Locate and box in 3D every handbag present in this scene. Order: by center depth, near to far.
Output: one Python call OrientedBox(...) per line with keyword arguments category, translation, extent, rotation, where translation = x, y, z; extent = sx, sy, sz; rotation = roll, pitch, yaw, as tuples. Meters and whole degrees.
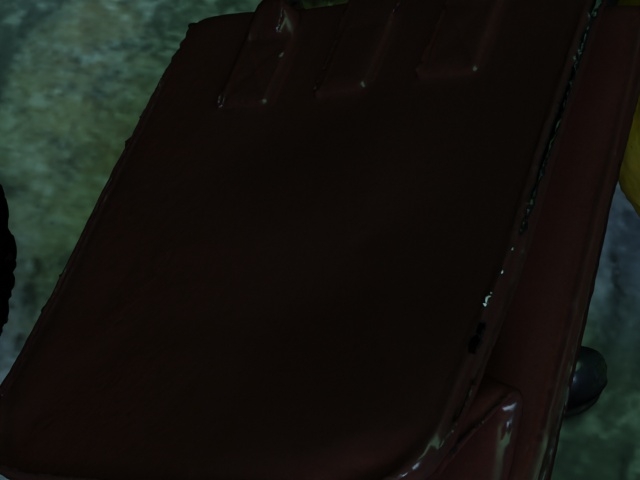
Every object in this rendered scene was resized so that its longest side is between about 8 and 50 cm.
OrientedBox(category="handbag", translation=(0.001, 0.001, 0.681), extent=(0.260, 0.084, 0.275), rotation=(-7, 51, 39))

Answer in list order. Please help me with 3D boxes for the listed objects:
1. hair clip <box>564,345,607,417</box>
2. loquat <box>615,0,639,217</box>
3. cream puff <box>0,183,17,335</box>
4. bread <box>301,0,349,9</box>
OrientedBox(category="hair clip", translation=(0.025, 0.082, 0.743), extent=(0.146, 0.056, 0.187), rotation=(41, 63, 18))
OrientedBox(category="loquat", translation=(0.232, -0.071, 0.726), extent=(0.208, 0.208, 0.208), rotation=(0, 66, 0))
OrientedBox(category="cream puff", translation=(-0.238, -0.019, 0.676), extent=(0.239, 0.239, 0.165), rotation=(36, 94, 15))
OrientedBox(category="bread", translation=(0.120, -0.285, 0.855), extent=(0.333, 0.143, 0.324), rotation=(-5, 65, -3))
